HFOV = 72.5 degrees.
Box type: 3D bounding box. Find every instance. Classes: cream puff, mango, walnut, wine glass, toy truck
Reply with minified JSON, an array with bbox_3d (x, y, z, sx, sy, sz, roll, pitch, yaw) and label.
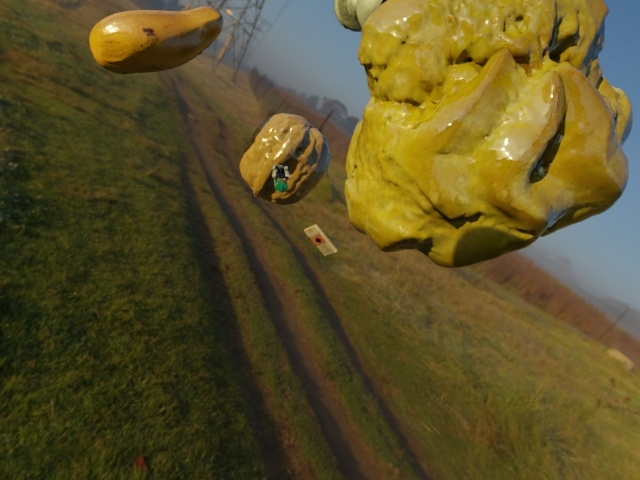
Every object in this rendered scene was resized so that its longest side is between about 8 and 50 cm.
[{"bbox_3d":[0.163,-0.130,0.462,0.274,0.323,0.269,-100,168,-50],"label":"cream puff"},{"bbox_3d":[-0.361,-0.447,0.985,0.177,0.295,0.120,16,-59,65],"label":"mango"},{"bbox_3d":[-0.102,-0.219,1.211,0.224,0.257,0.257,38,11,-6],"label":"walnut"},{"bbox_3d":[0.118,-0.459,0.852,0.126,0.126,0.241,31,17,-31],"label":"wine glass"},{"bbox_3d":[-0.093,-0.145,1.015,0.039,0.044,0.083,3,27,-11],"label":"toy truck"}]

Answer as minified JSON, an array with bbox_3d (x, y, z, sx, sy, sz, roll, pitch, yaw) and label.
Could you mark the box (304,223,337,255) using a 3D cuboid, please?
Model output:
[{"bbox_3d":[0.000,0.000,1.045,0.083,0.012,0.046,50,-36,-15],"label":"box"}]
